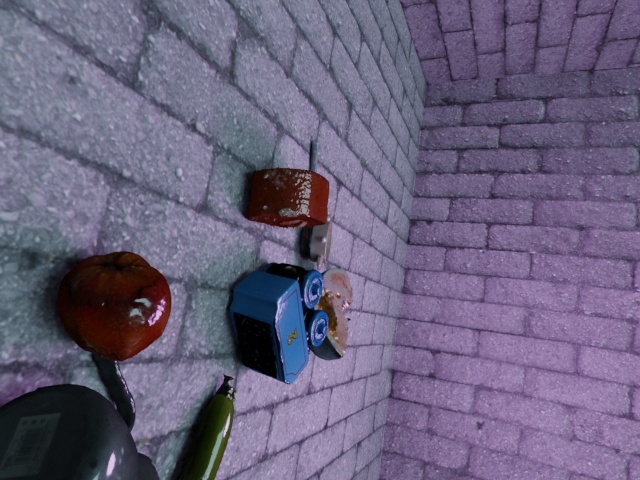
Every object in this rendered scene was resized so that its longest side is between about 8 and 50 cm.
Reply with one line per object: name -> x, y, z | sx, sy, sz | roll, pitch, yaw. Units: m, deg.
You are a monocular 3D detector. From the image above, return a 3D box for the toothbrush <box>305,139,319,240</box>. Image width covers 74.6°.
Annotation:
toothbrush -> -0.029, -0.170, 1.433 | 0.030, 0.025, 0.341 | 82, 13, -89

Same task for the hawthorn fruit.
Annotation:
hawthorn fruit -> -0.332, 0.109, 0.675 | 0.179, 0.173, 0.173 | -46, 171, 27

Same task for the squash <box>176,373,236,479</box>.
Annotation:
squash -> -0.262, 0.479, 0.976 | 0.087, 0.087, 0.331 | 61, 40, -50

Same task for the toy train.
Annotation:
toy train -> -0.108, 0.223, 1.158 | 0.265, 0.188, 0.300 | -44, 136, -49

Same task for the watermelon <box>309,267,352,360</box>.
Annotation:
watermelon -> -0.013, 0.235, 1.406 | 0.175, 0.188, 0.321 | 45, 33, -24

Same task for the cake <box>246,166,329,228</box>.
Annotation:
cake -> -0.075, -0.110, 1.165 | 0.283, 0.177, 0.150 | 17, 79, -66

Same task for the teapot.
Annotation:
teapot -> -0.377, 0.350, 0.639 | 0.224, 0.305, 0.285 | -28, 136, -19

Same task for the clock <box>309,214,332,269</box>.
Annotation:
clock -> 0.000, 0.000, 1.441 | 0.155, 0.063, 0.229 | 84, 13, -54
